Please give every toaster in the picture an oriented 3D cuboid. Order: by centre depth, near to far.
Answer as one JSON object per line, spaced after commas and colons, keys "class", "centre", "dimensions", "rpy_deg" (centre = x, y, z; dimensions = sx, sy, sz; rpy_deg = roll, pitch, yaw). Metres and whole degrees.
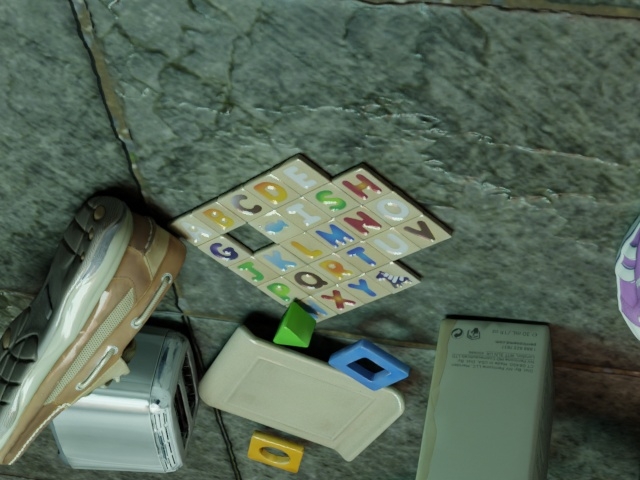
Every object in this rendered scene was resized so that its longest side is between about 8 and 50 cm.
{"class": "toaster", "centre": [-0.218, 0.167, 1.568], "dimensions": [0.146, 0.129, 0.227], "rpy_deg": [5, 142, 7]}

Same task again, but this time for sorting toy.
{"class": "sorting toy", "centre": [-0.022, 0.160, 1.556], "dimensions": [0.196, 0.047, 0.348], "rpy_deg": [24, 146, -8]}

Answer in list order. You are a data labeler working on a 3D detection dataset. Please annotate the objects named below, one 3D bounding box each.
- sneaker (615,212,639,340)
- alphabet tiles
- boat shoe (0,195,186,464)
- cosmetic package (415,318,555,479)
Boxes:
{"class": "sneaker", "centre": [0.294, 0.053, 1.178], "dimensions": [0.102, 0.161, 0.282], "rpy_deg": [6, 147, 10]}
{"class": "alphabet tiles", "centre": [0.000, 0.000, 1.346], "dimensions": [0.198, 0.009, 0.237], "rpy_deg": [36, 141, -28]}
{"class": "boat shoe", "centre": [-0.239, 0.107, 1.411], "dimensions": [0.116, 0.123, 0.324], "rpy_deg": [22, 119, -27]}
{"class": "cosmetic package", "centre": [0.156, 0.246, 1.374], "dimensions": [0.113, 0.309, 0.160], "rpy_deg": [4, 145, 15]}
